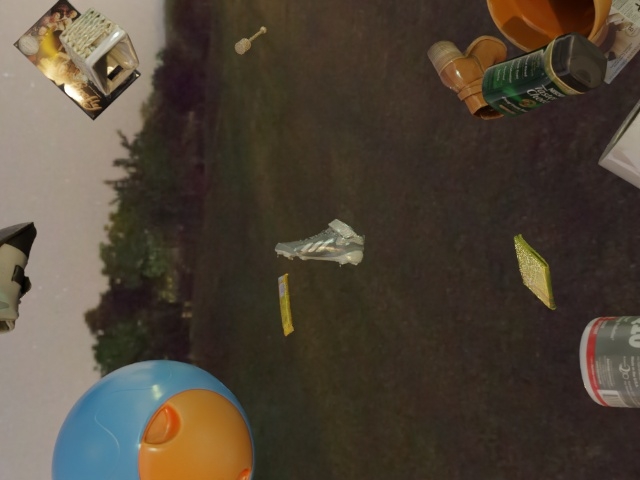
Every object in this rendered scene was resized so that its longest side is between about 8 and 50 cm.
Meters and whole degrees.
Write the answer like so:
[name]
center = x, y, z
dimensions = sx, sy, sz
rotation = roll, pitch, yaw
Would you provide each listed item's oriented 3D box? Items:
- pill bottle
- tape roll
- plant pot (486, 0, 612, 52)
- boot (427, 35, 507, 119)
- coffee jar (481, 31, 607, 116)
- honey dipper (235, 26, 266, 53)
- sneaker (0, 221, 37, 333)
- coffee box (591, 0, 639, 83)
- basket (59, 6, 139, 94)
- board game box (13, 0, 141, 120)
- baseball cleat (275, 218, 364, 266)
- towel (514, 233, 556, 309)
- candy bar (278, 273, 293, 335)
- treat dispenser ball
[pill bottle]
center = 0.605, 0.204, 1.157
dimensions = 0.283, 0.161, 0.161
rotation = -10, 79, 46
[tape roll]
center = 0.757, -0.227, 1.512
dimensions = 0.246, 0.169, 0.246
rotation = -53, -12, -16
[plant pot]
center = 0.423, -0.454, 1.182
dimensions = 0.188, 0.205, 0.205
rotation = -48, -3, -22
[boot]
center = 0.426, -0.417, 1.768
dimensions = 0.109, 0.284, 0.220
rotation = -48, 62, 40
[coffee jar]
center = 0.352, -0.260, 1.090
dimensions = 0.184, 0.096, 0.079
rotation = -13, 59, 58
[honey dipper]
center = -0.176, -0.529, 1.800
dimensions = 0.160, 0.031, 0.030
rotation = -58, -17, -49
[sneaker]
center = -0.575, 0.083, 1.196
dimensions = 0.330, 0.123, 0.146
rotation = -81, -28, -61
[coffee box]
center = 0.674, -0.561, 1.729
dimensions = 0.297, 0.119, 0.168
rotation = 41, 145, 10
[basket]
center = -0.485, -0.417, 1.513
dimensions = 0.113, 0.103, 0.167
rotation = -48, -2, -11
[board game box]
center = -0.576, -0.432, 1.644
dimensions = 0.165, 0.243, 0.042
rotation = -44, 22, 2
[baseball cleat]
center = 0.000, 0.000, 1.605
dimensions = 0.072, 0.206, 0.109
rotation = -143, 60, -86
[towel]
center = 0.475, 0.073, 1.509
dimensions = 0.102, 0.021, 0.237
rotation = 50, 178, 34
[candy bar]
center = -0.087, 0.157, 1.725
dimensions = 0.040, 0.018, 0.161
rotation = -40, 49, 46
[treat dispenser ball]
center = -0.240, 0.321, 1.007
dimensions = 0.288, 0.289, 0.287
rotation = 180, 90, -77
